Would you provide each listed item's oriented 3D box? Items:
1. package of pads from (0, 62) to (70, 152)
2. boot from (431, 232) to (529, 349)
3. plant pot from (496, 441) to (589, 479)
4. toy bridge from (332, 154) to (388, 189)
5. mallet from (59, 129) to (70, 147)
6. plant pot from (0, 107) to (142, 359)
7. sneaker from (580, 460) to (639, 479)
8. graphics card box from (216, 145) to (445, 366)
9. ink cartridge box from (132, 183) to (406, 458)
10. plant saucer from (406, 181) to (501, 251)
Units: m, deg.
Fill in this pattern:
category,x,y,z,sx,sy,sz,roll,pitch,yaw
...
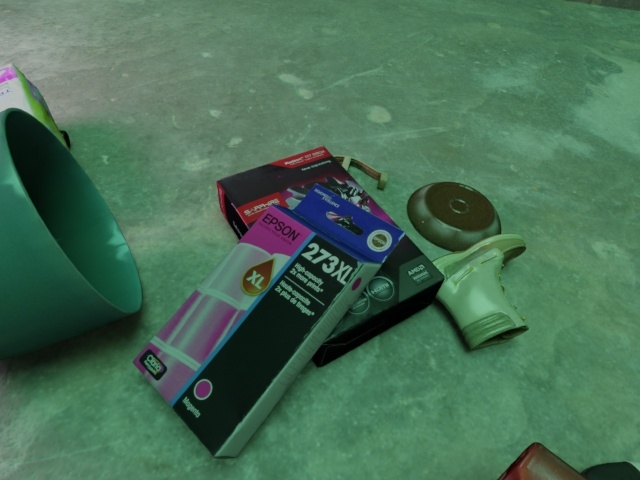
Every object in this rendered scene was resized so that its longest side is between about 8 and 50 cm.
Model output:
category,x,y,z,sx,sy,sz,roll,pitch,yaw
package of pads,-0.594,-0.175,0.735,0.229,0.101,0.296,-32,60,-12
boot,0.296,0.082,0.691,0.213,0.077,0.165,-19,54,-16
plant pot,0.239,0.351,0.349,0.272,0.272,0.265,-29,51,-29
toy bridge,0.054,-0.160,0.895,0.188,0.026,0.063,14,47,4
mallet,-0.542,-0.146,0.793,0.062,0.039,0.189,-1,54,-9
plant pot,-0.412,0.018,0.517,0.235,0.293,0.293,-27,58,-12
sneaker,0.481,0.323,0.470,0.331,0.146,0.122,10,50,2
graphics card box,0.000,0.000,0.706,0.233,0.094,0.371,-22,57,-22
ink cartridge box,-0.062,0.076,0.556,0.176,0.069,0.371,32,73,28
plant saucer,0.279,-0.060,0.837,0.199,0.036,0.198,5,49,-6
